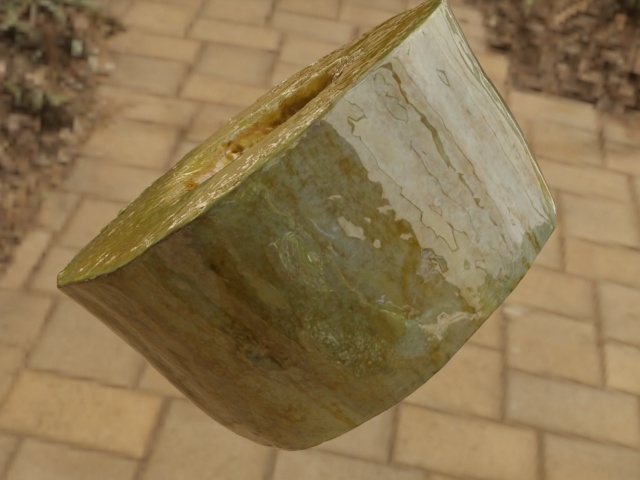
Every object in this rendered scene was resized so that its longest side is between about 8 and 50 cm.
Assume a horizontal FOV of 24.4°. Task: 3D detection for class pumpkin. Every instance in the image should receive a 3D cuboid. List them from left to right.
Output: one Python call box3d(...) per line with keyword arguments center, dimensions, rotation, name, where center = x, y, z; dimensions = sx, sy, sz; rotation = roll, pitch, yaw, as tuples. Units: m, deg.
box3d(center=(0.000, 0.000, 1.045), dimensions=(0.332, 0.199, 0.332), rotation=(-32, 11, 7), name="pumpkin")
